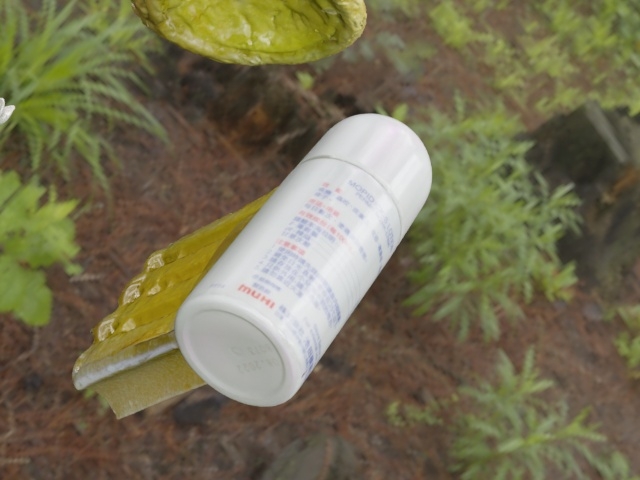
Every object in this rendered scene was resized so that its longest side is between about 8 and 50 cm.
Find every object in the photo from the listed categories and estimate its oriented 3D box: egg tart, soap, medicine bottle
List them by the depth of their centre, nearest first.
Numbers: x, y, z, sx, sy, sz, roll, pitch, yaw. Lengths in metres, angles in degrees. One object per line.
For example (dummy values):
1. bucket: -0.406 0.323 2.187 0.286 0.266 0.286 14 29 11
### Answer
1. medicine bottle: 0.000 0.000 1.296 0.130 0.130 0.341 45 48 -9
2. soap: -0.123 0.070 1.556 0.143 0.281 0.259 53 43 -18
3. egg tart: -0.102 -0.371 1.962 0.345 0.345 0.132 17 68 -39

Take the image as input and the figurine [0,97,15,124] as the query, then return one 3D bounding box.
1. figurine: -0.471 -0.121 1.825 0.081 0.146 0.098 -15 84 -80
